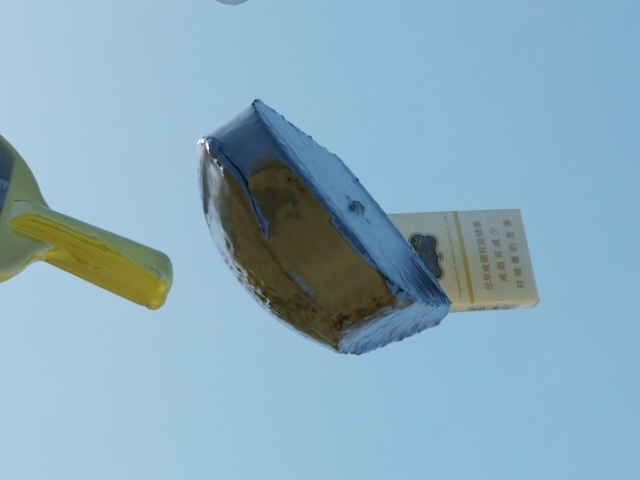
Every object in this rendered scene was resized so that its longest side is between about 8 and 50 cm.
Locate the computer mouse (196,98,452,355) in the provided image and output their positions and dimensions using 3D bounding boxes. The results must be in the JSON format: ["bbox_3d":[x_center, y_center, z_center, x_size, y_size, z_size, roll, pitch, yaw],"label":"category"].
[{"bbox_3d":[-0.004,0.003,1.150,0.087,0.295,0.168,-40,-105,9],"label":"computer mouse"}]

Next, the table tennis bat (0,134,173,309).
[{"bbox_3d":[-0.298,-0.026,1.568,0.369,0.224,0.054,25,-52,-20],"label":"table tennis bat"}]

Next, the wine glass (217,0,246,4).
[{"bbox_3d":[-0.051,-0.234,1.328,0.066,0.066,0.198,29,-15,-6],"label":"wine glass"}]

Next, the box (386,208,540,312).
[{"bbox_3d":[0.099,0.019,1.464,0.167,0.090,0.024,-3,-24,-14],"label":"box"}]
